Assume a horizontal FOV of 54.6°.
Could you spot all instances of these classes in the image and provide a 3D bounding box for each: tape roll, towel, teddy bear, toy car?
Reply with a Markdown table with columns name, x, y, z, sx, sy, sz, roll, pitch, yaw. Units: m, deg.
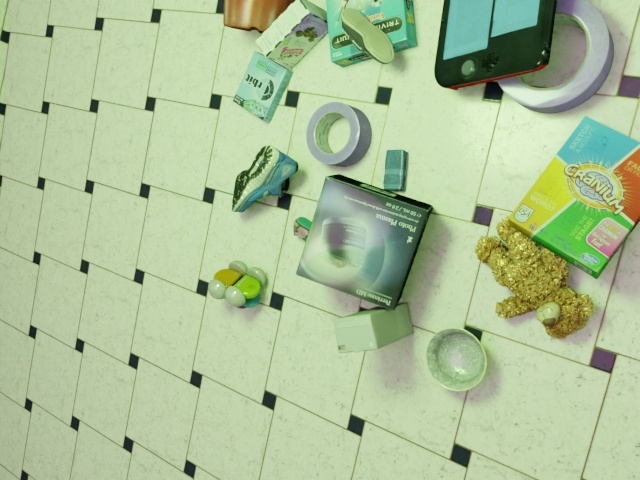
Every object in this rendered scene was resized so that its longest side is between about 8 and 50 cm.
| name | x | y | z | sx | sy | sz | roll | pitch | yaw |
| --- | --- | --- | --- | --- | --- | --- | --- | --- | --- |
| tape roll | 0.055 | -0.321 | 1.885 | 0.189 | 0.080 | 0.189 | 0 | 90 | 33 |
| towel | 0.218 | -0.205 | 1.811 | 0.067 | 0.029 | 0.120 | 6 | 94 | 32 |
| tape roll | 0.578 | -0.462 | 1.549 | 0.274 | 0.090 | 0.275 | 0 | 91 | 32 |
| teddy bear | 0.527 | 0.096 | 1.568 | 0.245 | 0.113 | 0.338 | -27 | 76 | 32 |
| toy car | -0.272 | 0.165 | 2.069 | 0.182 | 0.159 | 0.136 | 17 | 133 | 31 |

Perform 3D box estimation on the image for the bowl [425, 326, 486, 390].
| name | x | y | z | sx | sy | sz | roll | pitch | yaw |
| --- | --- | --- | --- | --- | --- | --- | --- | --- | --- |
| bowl | 0.378 | 0.315 | 1.679 | 0.170 | 0.080 | 0.170 | 0 | 90 | 32 |

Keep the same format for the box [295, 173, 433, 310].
| name | x | y | z | sx | sy | sz | roll | pitch | yaw |
| --- | --- | --- | --- | --- | --- | --- | --- | --- | --- |
| box | 0.125 | 0.000 | 1.735 | 0.296 | 0.183 | 0.294 | 19 | 102 | 11 |

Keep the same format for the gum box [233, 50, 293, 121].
| name | x | y | z | sx | sy | sz | roll | pitch | yaw |
| --- | --- | --- | --- | --- | --- | --- | --- | --- | --- |
| gum box | -0.194 | -0.512 | 2.065 | 0.157 | 0.041 | 0.184 | 35 | 107 | 27 |

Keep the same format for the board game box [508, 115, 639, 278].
| name | x | y | z | sx | sy | sz | roll | pitch | yaw |
| --- | --- | --- | --- | --- | --- | --- | --- | --- | --- |
| board game box | 0.638 | -0.106 | 1.465 | 0.242 | 0.064 | 0.317 | 36 | 88 | 27 |

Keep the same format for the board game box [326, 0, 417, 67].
| name | x | y | z | sx | sy | sz | roll | pitch | yaw |
| --- | --- | --- | --- | --- | --- | --- | --- | --- | --- |
| board game box | 0.142 | -0.714 | 1.831 | 0.253 | 0.079 | 0.336 | -7 | 86 | 32 |

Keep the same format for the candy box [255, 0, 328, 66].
| name | x | y | z | sx | sy | sz | roll | pitch | yaw |
| --- | --- | --- | --- | --- | --- | --- | --- | --- | --- |
| candy box | -0.076 | -0.640 | 1.916 | 0.196 | 0.165 | 0.070 | -38 | 76 | 27 |

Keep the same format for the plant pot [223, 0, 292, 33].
| name | x | y | z | sx | sy | sz | roll | pitch | yaw |
| --- | --- | --- | --- | --- | --- | --- | --- | --- | --- |
| plant pot | -0.190 | -0.794 | 1.951 | 0.272 | 0.272 | 0.265 | 18 | 108 | 31 |

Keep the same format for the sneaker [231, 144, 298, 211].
| name | x | y | z | sx | sy | sz | roll | pitch | yaw |
| --- | --- | --- | --- | --- | --- | --- | --- | --- | --- |
| sneaker | -0.181 | -0.173 | 2.002 | 0.330 | 0.147 | 0.130 | -36 | 44 | 49 |

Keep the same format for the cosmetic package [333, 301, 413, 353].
| name | x | y | z | sx | sy | sz | roll | pitch | yaw |
| --- | --- | --- | --- | --- | --- | --- | --- | --- | --- |
| cosmetic package | 0.151 | 0.242 | 1.729 | 0.127 | 0.238 | 0.107 | -12 | 84 | 31 |

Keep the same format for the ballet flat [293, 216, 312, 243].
| name | x | y | z | sx | sy | sz | roll | pitch | yaw |
| --- | --- | --- | --- | --- | --- | --- | --- | --- | --- |
| ballet flat | 0.000 | 0.000 | 1.931 | 0.221 | 0.077 | 0.079 | 28 | 123 | 33 |

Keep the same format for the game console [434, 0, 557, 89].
| name | x | y | z | sx | sy | sz | roll | pitch | yaw |
| --- | --- | --- | --- | --- | --- | --- | --- | --- | --- |
| game console | 0.440 | -0.586 | 1.561 | 0.342 | 0.060 | 0.387 | 2 | 83 | 56 |

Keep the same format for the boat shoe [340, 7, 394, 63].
| name | x | y | z | sx | sy | sz | roll | pitch | yaw |
| --- | --- | --- | --- | --- | --- | --- | --- | --- | --- |
| boat shoe | 0.132 | -0.571 | 1.768 | 0.075 | 0.065 | 0.206 | -35 | 77 | -20 |
